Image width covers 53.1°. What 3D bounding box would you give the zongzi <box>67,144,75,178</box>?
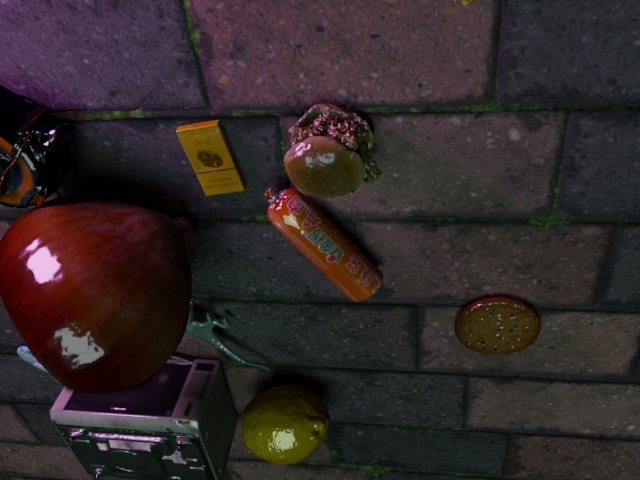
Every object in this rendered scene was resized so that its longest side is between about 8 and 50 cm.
[{"bbox_3d":[-0.526,-0.168,1.270,0.083,0.040,0.076,24,127,12],"label":"zongzi"}]

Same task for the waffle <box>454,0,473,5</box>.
[{"bbox_3d":[0.238,-0.384,0.940,0.085,0.016,0.078,2,133,8],"label":"waffle"}]

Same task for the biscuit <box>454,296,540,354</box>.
[{"bbox_3d":[0.395,0.193,1.435,0.187,0.027,0.188,4,133,4],"label":"biscuit"}]

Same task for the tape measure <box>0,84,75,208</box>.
[{"bbox_3d":[-0.569,-0.165,1.186,0.202,0.135,0.223,28,127,-1],"label":"tape measure"}]

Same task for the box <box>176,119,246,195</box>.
[{"bbox_3d":[-0.207,-0.155,1.227,0.087,0.023,0.155,-4,131,17],"label":"box"}]

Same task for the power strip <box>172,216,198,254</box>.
[{"bbox_3d":[-0.346,0.057,1.412,0.064,0.044,0.305,49,127,15],"label":"power strip"}]

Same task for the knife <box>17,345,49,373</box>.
[{"bbox_3d":[-0.744,0.358,1.791,0.222,0.031,0.064,37,124,-22],"label":"knife"}]

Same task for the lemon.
[{"bbox_3d":[-0.091,0.475,1.664,0.260,0.204,0.204,-13,129,26],"label":"lemon"}]

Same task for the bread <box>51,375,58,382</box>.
[{"bbox_3d":[-0.581,0.283,1.621,0.217,0.147,0.098,-15,150,23],"label":"bread"}]

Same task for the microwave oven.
[{"bbox_3d":[-0.457,0.483,1.709,0.394,0.247,0.333,1,131,9],"label":"microwave oven"}]

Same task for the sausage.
[{"bbox_3d":[0.000,0.000,1.286,0.093,0.093,0.312,-27,122,30],"label":"sausage"}]

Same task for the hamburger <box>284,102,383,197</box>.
[{"bbox_3d":[0.023,-0.142,1.124,0.185,0.131,0.159,17,137,-11],"label":"hamburger"}]

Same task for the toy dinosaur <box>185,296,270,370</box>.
[{"bbox_3d":[-0.249,0.214,1.538,0.383,0.076,0.129,39,138,-14],"label":"toy dinosaur"}]

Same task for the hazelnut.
[{"bbox_3d":[-0.429,0.094,1.253,0.359,0.409,0.359,-27,150,-18],"label":"hazelnut"}]
